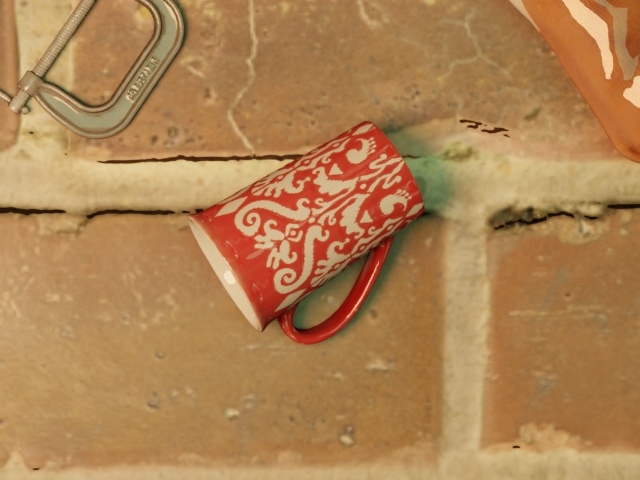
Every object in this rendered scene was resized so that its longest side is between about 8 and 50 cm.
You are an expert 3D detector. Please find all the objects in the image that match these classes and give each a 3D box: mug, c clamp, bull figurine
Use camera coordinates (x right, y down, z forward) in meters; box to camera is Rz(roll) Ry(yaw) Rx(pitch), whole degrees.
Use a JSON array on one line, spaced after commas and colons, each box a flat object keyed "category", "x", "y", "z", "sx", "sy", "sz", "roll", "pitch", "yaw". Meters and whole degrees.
[{"category": "mug", "x": -0.006, "y": -0.008, "z": 1.519, "sx": 0.169, "sy": 0.150, "sz": 0.113, "roll": -33, "pitch": 57, "yaw": -8}, {"category": "c clamp", "x": -0.197, "y": -0.159, "z": 1.524, "sx": 0.137, "sy": 0.022, "sz": 0.161, "roll": 40, "pitch": 87, "yaw": -5}, {"category": "bull figurine", "x": 0.236, "y": -0.218, "z": 1.526, "sx": 0.188, "sy": 0.101, "sz": 0.310, "roll": -33, "pitch": 93, "yaw": -6}]
